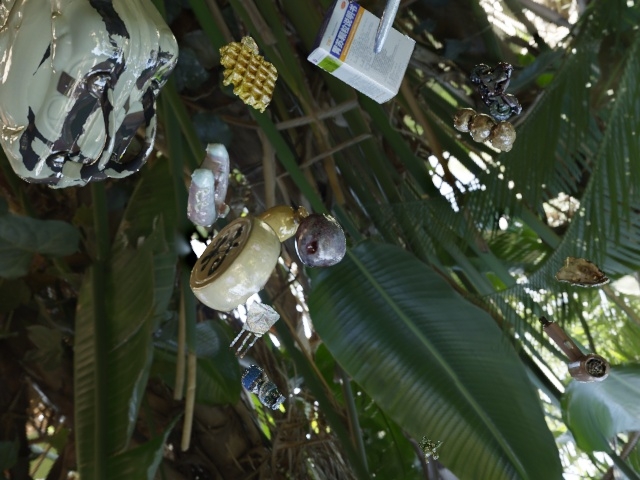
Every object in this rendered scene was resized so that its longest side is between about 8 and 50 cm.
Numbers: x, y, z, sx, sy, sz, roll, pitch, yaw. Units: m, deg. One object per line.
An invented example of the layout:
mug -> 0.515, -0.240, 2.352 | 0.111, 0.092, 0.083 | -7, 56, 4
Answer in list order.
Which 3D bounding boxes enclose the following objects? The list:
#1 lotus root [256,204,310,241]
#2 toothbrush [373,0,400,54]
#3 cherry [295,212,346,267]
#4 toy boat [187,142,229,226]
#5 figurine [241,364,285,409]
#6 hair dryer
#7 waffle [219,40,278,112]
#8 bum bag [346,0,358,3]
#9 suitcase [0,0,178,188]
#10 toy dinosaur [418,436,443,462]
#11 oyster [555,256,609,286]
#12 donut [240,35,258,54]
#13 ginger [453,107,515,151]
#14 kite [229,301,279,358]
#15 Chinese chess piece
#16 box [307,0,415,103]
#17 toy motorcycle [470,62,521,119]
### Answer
lotus root -> -0.179, -0.050, 1.804 | 0.303, 0.131, 0.146 | -28, -176, 24
toothbrush -> 0.205, -0.673, 1.216 | 0.035, 0.413, 0.042 | 18, -144, 0
cherry -> -0.003, 0.002, 1.648 | 0.195, 0.195, 0.195 | -24, -158, 11
toy boat -> -0.250, -0.117, 1.137 | 0.227, 0.085, 0.155 | 117, -11, -54
figurine -> -0.175, 0.438, 1.436 | 0.149, 0.087, 0.086 | 35, -90, 38
hair dryer -> 0.587, 0.253, 1.145 | 0.064, 0.182, 0.117 | -38, 159, -1
waffle -> -0.254, -0.564, 1.639 | 0.057, 0.219, 0.229 | -25, -137, 39
bum bag -> 0.138, -0.677, 1.235 | 0.109, 0.026, 0.159 | -36, 177, -38
suitcase -> -0.386, -0.252, 0.760 | 0.351, 0.339, 0.194 | -44, 160, 31
toy dinosaur -> 0.290, 0.545, 1.279 | 0.029, 0.120, 0.060 | -12, -126, -22
oyster -> 0.846, 0.113, 1.558 | 0.103, 0.051, 0.148 | -56, -142, -2
donut -> -0.284, -0.688, 1.825 | 0.166, 0.065, 0.108 | -53, -178, 30
ginger -> 0.506, -0.350, 1.500 | 0.204, 0.104, 0.080 | 34, -108, 35
kite -> -0.261, 0.336, 1.815 | 0.229, 0.127, 0.016 | -53, -158, -2
Chinese chess piece -> -0.215, 0.055, 1.228 | 0.257, 0.104, 0.257 | -35, -150, 24
box -> 0.134, -0.611, 1.562 | 0.106, 0.299, 0.200 | -4, -116, 68
toy motorcycle -> 0.539, -0.455, 1.457 | 0.122, 0.082, 0.213 | -18, -115, 7
